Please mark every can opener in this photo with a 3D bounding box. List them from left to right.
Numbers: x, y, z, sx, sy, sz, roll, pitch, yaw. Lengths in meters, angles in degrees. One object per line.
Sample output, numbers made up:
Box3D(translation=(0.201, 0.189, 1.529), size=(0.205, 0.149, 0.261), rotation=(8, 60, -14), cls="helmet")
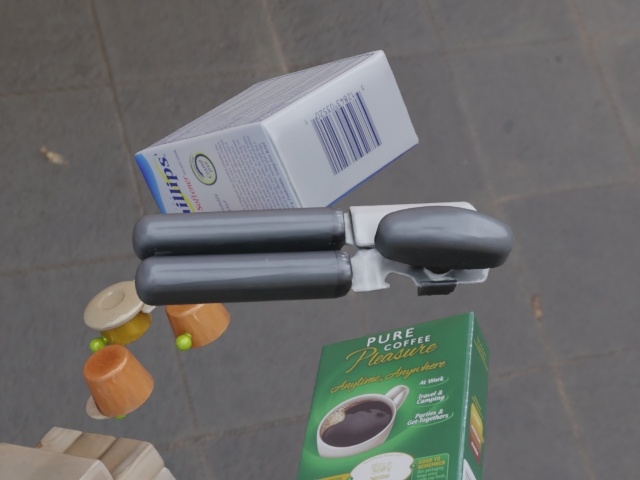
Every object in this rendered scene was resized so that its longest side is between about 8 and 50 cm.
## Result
Box3D(translation=(0.000, 0.000, 0.933), size=(0.280, 0.093, 0.074), rotation=(-4, 60, -6), cls="can opener")

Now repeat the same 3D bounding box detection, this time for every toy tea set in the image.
Box3D(translation=(-0.170, 0.101, 1.557), size=(0.336, 0.200, 0.124), rotation=(-39, 127, -20), cls="toy tea set")

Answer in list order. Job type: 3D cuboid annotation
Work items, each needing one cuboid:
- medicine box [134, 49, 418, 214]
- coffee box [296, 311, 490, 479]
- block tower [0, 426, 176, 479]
Box3D(translation=(-0.062, -0.130, 1.742), size=(0.263, 0.289, 0.149), rotation=(-36, 109, -40), cls="medicine box")
Box3D(translation=(0.045, 0.127, 0.761), size=(0.040, 0.113, 0.184), rotation=(60, 25, -32), cls="coffee box")
Box3D(translation=(-0.076, 0.249, 0.708), size=(0.091, 0.097, 0.335), rotation=(-49, 124, -35), cls="block tower")
